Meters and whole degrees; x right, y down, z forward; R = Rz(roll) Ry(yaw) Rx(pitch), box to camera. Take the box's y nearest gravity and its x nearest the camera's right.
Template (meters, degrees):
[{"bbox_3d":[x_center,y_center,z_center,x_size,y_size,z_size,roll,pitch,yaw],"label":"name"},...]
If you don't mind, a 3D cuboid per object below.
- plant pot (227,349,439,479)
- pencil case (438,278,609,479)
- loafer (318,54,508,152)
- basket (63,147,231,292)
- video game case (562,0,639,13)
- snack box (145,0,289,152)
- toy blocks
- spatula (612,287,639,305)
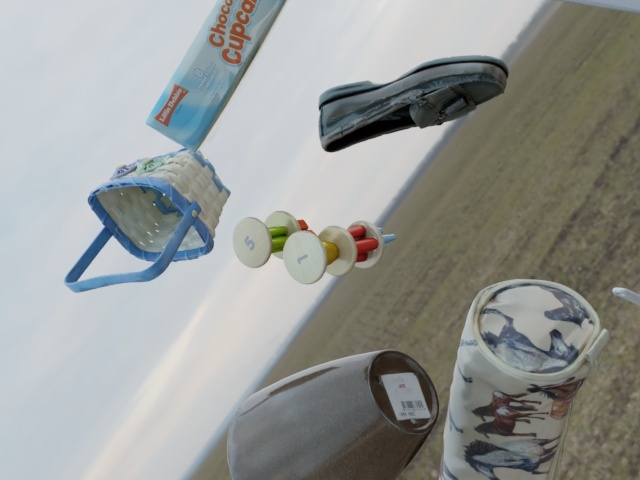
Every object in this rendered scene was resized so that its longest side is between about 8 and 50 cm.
[{"bbox_3d":[0.034,0.236,1.019,0.230,0.215,0.215,-43,5,39],"label":"plant pot"},{"bbox_3d":[0.261,0.239,1.087,0.160,0.184,0.410,-50,-30,-41],"label":"pencil case"},{"bbox_3d":[0.117,-0.170,1.074,0.096,0.268,0.084,36,-126,-51],"label":"loafer"},{"bbox_3d":[-0.319,-0.028,1.486,0.255,0.201,0.289,-9,44,35],"label":"basket"},{"bbox_3d":[0.144,-0.158,0.444,0.300,0.329,0.036,-41,-38,-61],"label":"video game case"},{"bbox_3d":[-0.102,-0.198,0.896,0.187,0.060,0.322,-58,9,6],"label":"snack box"},{"bbox_3d":[0.000,0.000,0.862,0.148,0.123,0.054,-12,-68,-52],"label":"toy blocks"},{"bbox_3d":[0.434,0.086,0.877,0.168,0.242,0.019,-3,72,52],"label":"spatula"}]
